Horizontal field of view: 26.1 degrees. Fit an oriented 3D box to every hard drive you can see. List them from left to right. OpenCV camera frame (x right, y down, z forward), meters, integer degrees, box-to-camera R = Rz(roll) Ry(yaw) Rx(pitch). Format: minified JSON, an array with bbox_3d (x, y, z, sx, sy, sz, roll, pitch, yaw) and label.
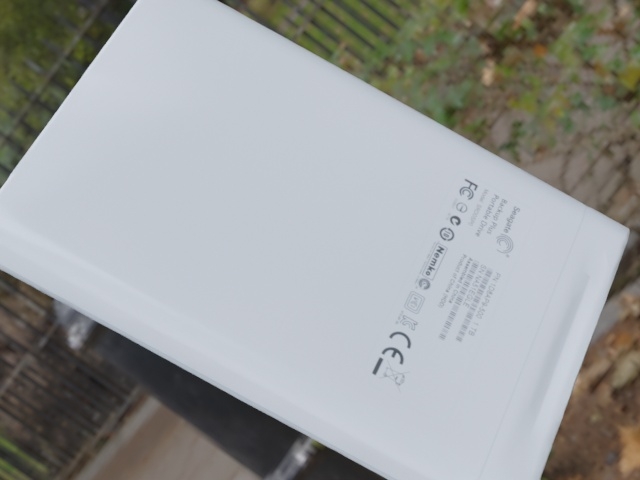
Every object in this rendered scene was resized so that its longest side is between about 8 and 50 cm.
[{"bbox_3d":[0.000,0.000,0.857,0.233,0.353,0.047,-62,1,-33],"label":"hard drive"}]
